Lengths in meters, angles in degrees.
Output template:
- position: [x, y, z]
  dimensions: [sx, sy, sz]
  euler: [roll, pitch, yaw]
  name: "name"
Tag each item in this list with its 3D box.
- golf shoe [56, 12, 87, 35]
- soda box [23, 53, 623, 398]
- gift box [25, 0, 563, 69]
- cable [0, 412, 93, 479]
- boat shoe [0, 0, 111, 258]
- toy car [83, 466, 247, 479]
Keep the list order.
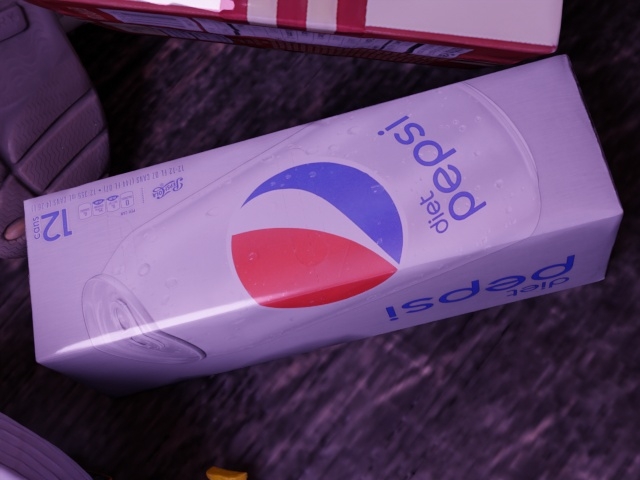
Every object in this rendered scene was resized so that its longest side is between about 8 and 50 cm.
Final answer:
- position: [-0.151, -0.257, 0.604]
  dimensions: [0.115, 0.140, 0.306]
  euler: [30, 79, 20]
  name: "golf shoe"
- position: [0.000, 0.000, 0.494]
  dimensions: [0.287, 0.098, 0.091]
  euler: [-14, 67, 5]
  name: "soda box"
- position: [-0.020, -0.222, 0.435]
  dimensions: [0.277, 0.255, 0.258]
  euler: [6, 98, -6]
  name: "gift box"
- position: [-0.203, 0.183, 0.398]
  dimensions: [0.257, 0.257, 0.089]
  euler: [-46, 22, -1]
  name: "cable"
- position: [-0.221, -0.154, 0.486]
  dimensions: [0.130, 0.355, 0.132]
  euler: [16, 36, 36]
  name: "boat shoe"
- position: [-0.100, 0.143, 0.482]
  dimensions: [0.122, 0.060, 0.040]
  euler: [-2, 100, 18]
  name: "toy car"
